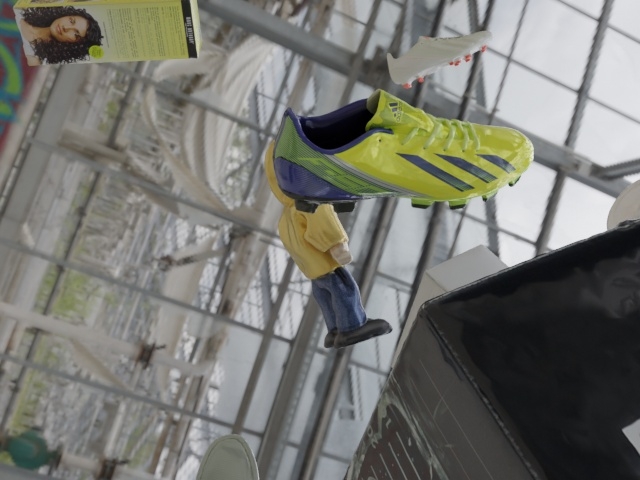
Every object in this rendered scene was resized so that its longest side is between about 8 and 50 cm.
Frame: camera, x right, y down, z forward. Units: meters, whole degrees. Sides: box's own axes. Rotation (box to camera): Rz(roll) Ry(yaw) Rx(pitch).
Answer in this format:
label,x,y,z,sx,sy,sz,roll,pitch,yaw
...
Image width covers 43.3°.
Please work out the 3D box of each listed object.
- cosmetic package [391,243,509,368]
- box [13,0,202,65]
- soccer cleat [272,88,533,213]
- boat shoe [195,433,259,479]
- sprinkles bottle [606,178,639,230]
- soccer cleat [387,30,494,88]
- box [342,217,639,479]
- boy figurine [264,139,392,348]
label,x,y,z,sx,sy,sz,roll,pitch,yaw
cosmetic package,0.250,0.170,1.229,0.225,0.138,0.224,43,-41,29
box,-0.281,-0.288,1.082,0.058,0.232,0.087,-94,180,-53
soccer cleat,0.094,-0.099,0.842,0.093,0.289,0.121,-114,-159,-57
boat shoe,-0.141,0.469,1.295,0.091,0.114,0.302,67,20,-58
sprinkles bottle,0.601,0.038,1.233,0.121,0.355,0.121,-47,-157,27
soccer cleat,0.214,-0.344,1.457,0.196,0.076,0.068,-23,-179,11
box,0.263,0.319,0.699,0.480,0.297,0.471,58,-26,30
boy figurine,0.000,0.000,1.068,0.177,0.092,0.285,147,-74,-75
